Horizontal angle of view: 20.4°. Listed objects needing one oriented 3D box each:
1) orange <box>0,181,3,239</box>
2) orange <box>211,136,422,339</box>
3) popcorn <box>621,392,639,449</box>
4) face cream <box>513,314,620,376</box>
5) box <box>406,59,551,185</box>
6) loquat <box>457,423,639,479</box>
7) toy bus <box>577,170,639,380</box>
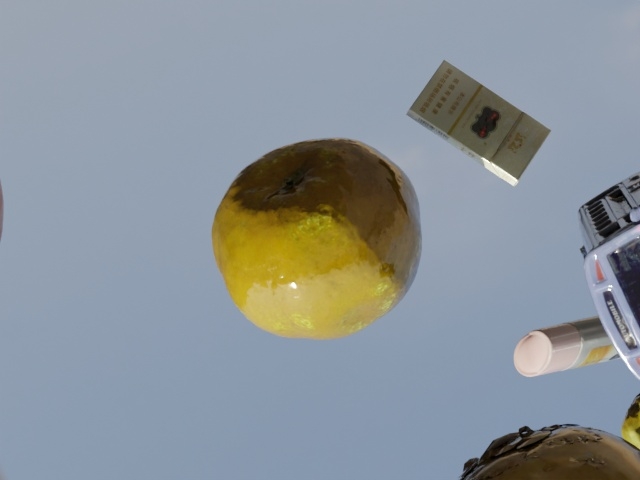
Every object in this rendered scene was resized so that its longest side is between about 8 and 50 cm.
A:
[{"bbox_3d":[-0.454,-0.027,1.812,0.261,0.261,0.261,-15,-151,9],"label":"orange"},{"bbox_3d":[0.000,0.000,2.267,0.279,0.235,0.279,-14,-142,12],"label":"orange"},{"bbox_3d":[0.438,0.169,1.699,0.276,0.225,0.276,-13,178,-1],"label":"popcorn"},{"bbox_3d":[0.333,0.122,2.155,0.198,0.057,0.084,-11,159,-31],"label":"face cream"},{"bbox_3d":[0.203,-0.150,2.273,0.090,0.167,0.024,-55,177,-22],"label":"box"},{"bbox_3d":[0.193,0.258,1.399,0.235,0.235,0.235,-15,-151,9],"label":"loquat"},{"bbox_3d":[0.248,0.017,1.207,0.133,0.125,0.292,-26,-175,8],"label":"toy bus"}]
